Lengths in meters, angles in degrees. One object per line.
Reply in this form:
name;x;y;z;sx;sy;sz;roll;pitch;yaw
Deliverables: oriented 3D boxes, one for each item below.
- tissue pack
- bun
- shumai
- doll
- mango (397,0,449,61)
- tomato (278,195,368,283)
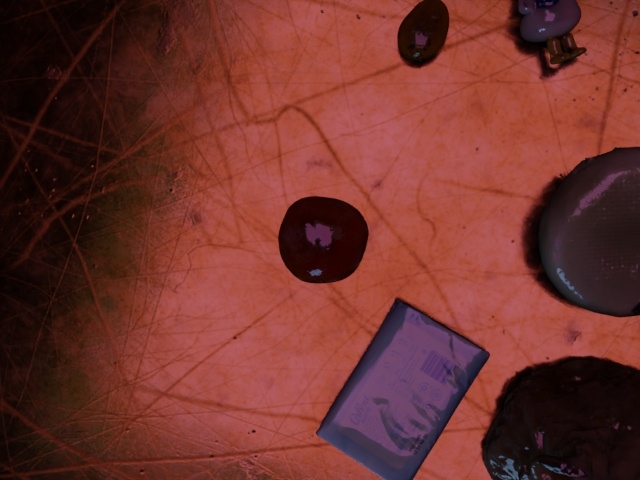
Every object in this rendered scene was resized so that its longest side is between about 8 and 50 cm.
tissue pack;0.134;0.248;1.618;0.177;0.089;0.263;31;94;6
bun;0.474;-0.023;1.562;0.283;0.179;0.283;-1;109;-2
shumai;0.416;0.316;1.508;0.314;0.262;0.267;-34;87;1
doll;0.345;-0.427;1.604;0.138;0.119;0.293;-22;86;-39
mango;0.172;-0.352;1.647;0.079;0.057;0.114;23;82;9
tomato;0.000;0.000;1.643;0.155;0.069;0.156;0;89;5
